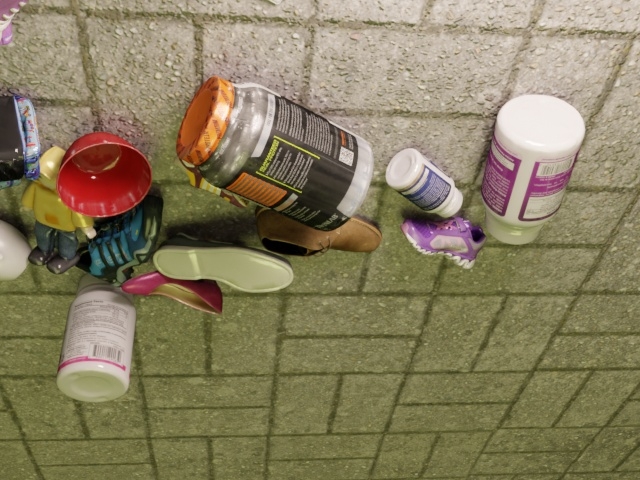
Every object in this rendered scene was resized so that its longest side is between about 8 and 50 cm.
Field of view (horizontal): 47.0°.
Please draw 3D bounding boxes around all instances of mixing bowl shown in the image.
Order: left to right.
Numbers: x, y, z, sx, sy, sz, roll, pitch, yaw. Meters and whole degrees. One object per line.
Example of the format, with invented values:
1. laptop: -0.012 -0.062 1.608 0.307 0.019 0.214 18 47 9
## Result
1. mixing bowl: -0.432 -0.144 1.444 0.181 0.098 0.181 -17 139 -16

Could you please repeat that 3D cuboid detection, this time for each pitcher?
1. pitcher: -0.718 0.007 1.558 0.207 0.178 0.125 39 84 -36

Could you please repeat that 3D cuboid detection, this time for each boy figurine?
1. boy figurine: -0.545 -0.061 1.529 0.177 0.092 0.285 26 132 8

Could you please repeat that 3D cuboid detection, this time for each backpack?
1. backpack: -0.592 -0.169 1.379 0.117 0.158 0.173 -8 157 -25

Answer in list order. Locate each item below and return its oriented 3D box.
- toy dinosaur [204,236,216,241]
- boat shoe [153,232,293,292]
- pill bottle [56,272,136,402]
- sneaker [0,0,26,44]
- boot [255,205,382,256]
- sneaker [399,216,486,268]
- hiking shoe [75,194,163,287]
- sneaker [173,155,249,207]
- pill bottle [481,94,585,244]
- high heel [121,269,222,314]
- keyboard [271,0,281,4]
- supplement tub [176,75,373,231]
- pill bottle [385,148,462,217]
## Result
1. toy dinosaur: -0.199 0.049 1.748 0.183 0.053 0.092 19 133 -25
2. boat shoe: -0.209 0.036 1.644 0.319 0.099 0.116 6 126 11
3. pill bottle: -0.519 0.220 1.735 0.160 0.283 0.160 -3 139 -3
4. sneaker: -0.495 -0.393 1.174 0.282 0.102 0.161 -1 144 12
5. boot: 0.000 0.000 1.666 0.305 0.115 0.112 10 135 -19
6. sneaker: 0.291 -0.016 1.702 0.236 0.095 0.104 18 128 -31
7. hiking shoe: -0.445 0.001 1.618 0.132 0.113 0.304 19 134 -27
8. sneaker: -0.223 -0.129 1.534 0.084 0.069 0.185 -18 133 27
9. pill bottle: 0.422 -0.134 1.511 0.169 0.169 0.301 -3 140 -3
10. high heel: -0.340 0.130 1.715 0.244 0.117 0.082 -2 159 -45
11. keyboard: -0.025 -0.486 1.171 0.072 0.014 0.256 23 132 -29
12. supplement tub: -0.085 -0.164 1.393 0.338 0.207 0.207 23 132 -29
13. pill bottle: 0.225 -0.116 1.567 0.169 0.094 0.094 31 128 -34
